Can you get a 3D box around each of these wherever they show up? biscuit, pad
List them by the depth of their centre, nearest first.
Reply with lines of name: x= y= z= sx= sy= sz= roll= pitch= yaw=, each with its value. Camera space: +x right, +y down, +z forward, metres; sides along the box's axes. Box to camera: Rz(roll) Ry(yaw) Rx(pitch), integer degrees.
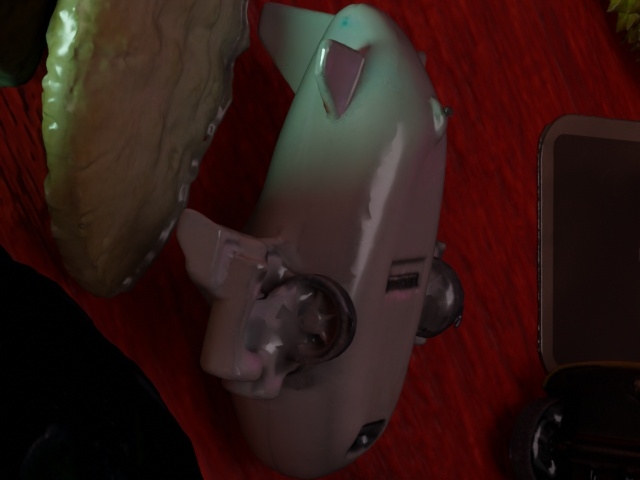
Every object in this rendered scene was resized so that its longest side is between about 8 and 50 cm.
biscuit: x=-0.081 y=-0.100 z=0.959 sx=0.188 sy=0.040 sz=0.265 roll=-22 pitch=124 yaw=-67
pad: x=0.239 y=0.011 z=1.282 sx=0.266 sy=0.002 sz=0.176 roll=2 pitch=86 yaw=-38

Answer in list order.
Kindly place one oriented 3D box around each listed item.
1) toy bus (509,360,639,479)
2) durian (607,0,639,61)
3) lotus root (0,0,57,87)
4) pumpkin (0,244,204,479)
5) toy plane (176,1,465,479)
toy bus: x=0.196 y=0.241 z=1.151 sx=0.151 sy=0.145 sz=0.331 roll=11 pitch=84 yaw=-46
durian: x=0.246 y=-0.202 z=1.247 sx=0.182 sy=0.165 sz=0.132 roll=-38 pitch=155 yaw=-9
lotus root: x=-0.226 y=-0.184 z=0.838 sx=0.314 sy=0.142 sz=0.210 roll=4 pitch=85 yaw=-40
pumpkin: x=-0.211 y=0.121 z=0.699 sx=0.363 sy=0.363 sz=0.266 roll=45 pitch=53 yaw=-28
toy plane: x=0.004 y=0.001 z=1.014 sx=0.252 sy=0.118 sz=0.252 roll=-35 pitch=131 yaw=-54
